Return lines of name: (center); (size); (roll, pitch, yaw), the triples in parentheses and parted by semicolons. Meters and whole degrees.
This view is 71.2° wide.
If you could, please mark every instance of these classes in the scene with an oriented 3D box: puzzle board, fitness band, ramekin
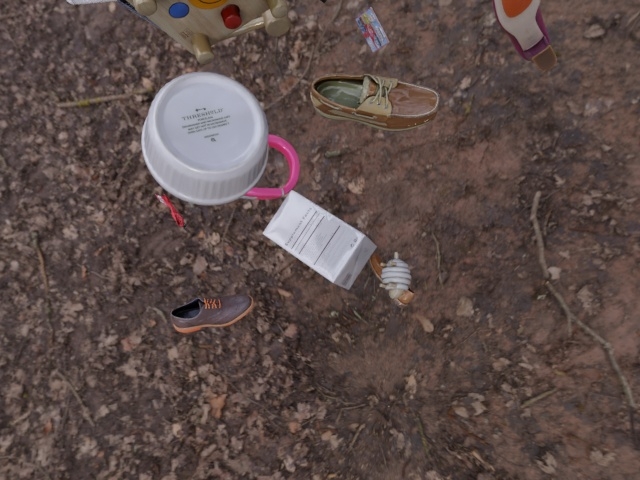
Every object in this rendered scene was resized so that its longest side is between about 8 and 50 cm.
puzzle board: (0.178, -0.727, 1.552); (0.011, 0.096, 0.128); (-41, 108, -21)
fitness band: (-0.200, -0.236, 1.404); (0.291, 0.054, 0.209); (0, 81, -28)
ramekin: (-0.231, -0.218, 0.927); (0.273, 0.127, 0.272); (3, 78, -17)

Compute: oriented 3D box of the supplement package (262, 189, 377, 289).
supplement package: (0.000, 0.000, 1.436); (0.293, 0.177, 0.175); (33, 90, 24)

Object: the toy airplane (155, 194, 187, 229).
toy airplane: (-0.483, -0.096, 1.466); (0.028, 0.151, 0.151); (-36, 69, -11)

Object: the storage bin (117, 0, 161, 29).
storage bin: (-0.404, -0.613, 1.099); (0.180, 0.122, 0.084); (33, 50, 0)

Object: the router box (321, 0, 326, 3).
router box: (0.041, -0.575, 0.883); (0.046, 0.133, 0.178); (28, 52, -24)

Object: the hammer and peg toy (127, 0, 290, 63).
hammer and peg toy: (-0.197, -0.466, 0.886); (0.266, 0.361, 0.127); (-25, 77, 14)

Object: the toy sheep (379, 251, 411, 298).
toy sheep: (0.206, 0.095, 1.226); (0.091, 0.091, 0.132); (4, 78, 10)

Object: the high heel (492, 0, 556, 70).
high heel: (0.576, -0.673, 1.317); (0.127, 0.377, 0.181); (-28, 43, 23)

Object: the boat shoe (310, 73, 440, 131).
boat shoe: (0.126, -0.346, 1.102); (0.324, 0.120, 0.122); (6, 87, 13)

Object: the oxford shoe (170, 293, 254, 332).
oxford shoe: (-0.354, 0.229, 1.469); (0.271, 0.098, 0.097); (-17, 57, -12)

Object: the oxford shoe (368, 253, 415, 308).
oxford shoe: (0.231, 0.113, 1.442); (0.076, 0.076, 0.212); (-51, 58, 25)

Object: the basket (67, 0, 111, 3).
basket: (-0.589, -0.689, 1.146); (0.167, 0.113, 0.103); (-28, 60, -35)
